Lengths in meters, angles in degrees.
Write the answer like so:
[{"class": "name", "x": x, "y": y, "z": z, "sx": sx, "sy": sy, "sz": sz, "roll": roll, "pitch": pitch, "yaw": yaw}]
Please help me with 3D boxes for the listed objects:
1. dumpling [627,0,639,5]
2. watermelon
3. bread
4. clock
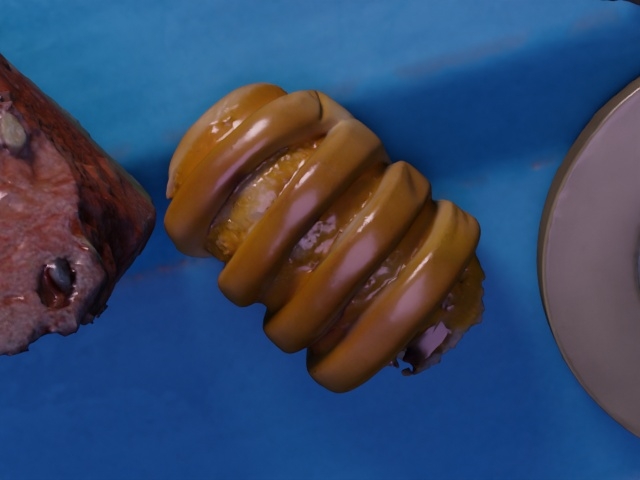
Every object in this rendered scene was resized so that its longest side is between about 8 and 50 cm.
[{"class": "dumpling", "x": 0.311, "y": -0.164, "z": 0.810, "sx": 0.332, "sy": 0.086, "sz": 0.166, "roll": 6, "pitch": 140, "yaw": -1}, {"class": "watermelon", "x": -0.178, "y": -0.013, "z": 0.780, "sx": 0.193, "sy": 0.256, "sz": 0.139, "roll": -14, "pitch": 110, "yaw": -4}, {"class": "bread", "x": 0.000, "y": 0.000, "z": 0.872, "sx": 0.177, "sy": 0.084, "sz": 0.119, "roll": 40, "pitch": 104, "yaw": -7}, {"class": "clock", "x": 0.232, "y": 0.008, "z": 0.899, "sx": 0.235, "sy": 0.029, "sz": 0.234, "roll": 0, "pitch": 107, "yaw": 0}]
